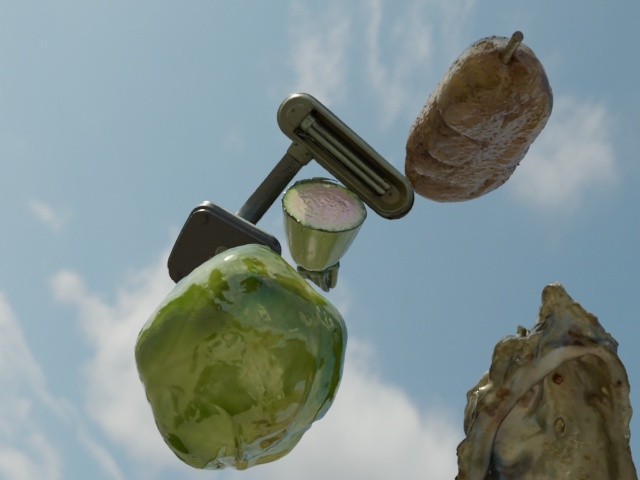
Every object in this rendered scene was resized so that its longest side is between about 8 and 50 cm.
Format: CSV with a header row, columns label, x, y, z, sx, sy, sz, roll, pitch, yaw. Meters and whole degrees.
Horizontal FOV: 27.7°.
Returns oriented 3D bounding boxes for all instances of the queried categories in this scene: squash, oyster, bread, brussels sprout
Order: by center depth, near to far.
label,x,y,z,sx,sy,sz,roll,pitch,yaw
brussels sprout,-0.076,0.112,1.204,0.161,0.223,0.223,20,-47,36
bread,0.164,-0.133,1.345,0.344,0.124,0.084,109,-17,-67
oyster,0.220,0.225,1.394,0.096,0.221,0.361,-139,-142,-74
squash,-0.006,0.005,1.570,0.105,0.105,0.132,36,-46,26

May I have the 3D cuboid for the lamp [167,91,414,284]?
label,x,y,z,sx,sy,sz,roll,pitch,yaw
lamp,-0.027,-0.019,1.517,0.203,0.283,0.124,31,-44,6
